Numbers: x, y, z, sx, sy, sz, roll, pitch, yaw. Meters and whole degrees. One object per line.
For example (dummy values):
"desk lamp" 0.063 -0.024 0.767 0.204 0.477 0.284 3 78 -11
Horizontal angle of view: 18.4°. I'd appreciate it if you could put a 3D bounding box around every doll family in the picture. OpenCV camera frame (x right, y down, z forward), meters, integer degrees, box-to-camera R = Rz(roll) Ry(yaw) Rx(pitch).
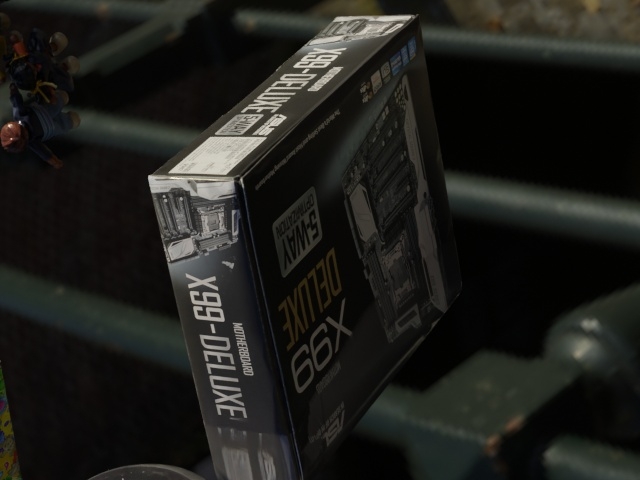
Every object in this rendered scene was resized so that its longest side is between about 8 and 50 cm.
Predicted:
"doll family" -0.271 -0.154 1.729 0.076 0.111 0.193 -39 93 19

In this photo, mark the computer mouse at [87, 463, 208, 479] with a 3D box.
"computer mouse" -0.060 0.230 1.038 0.272 0.188 0.072 49 168 41

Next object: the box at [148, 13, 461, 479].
"box" 0.000 0.000 1.452 0.076 0.307 0.243 2 116 27

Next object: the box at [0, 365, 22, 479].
"box" -0.391 0.157 1.522 0.290 0.177 0.279 31 146 23
